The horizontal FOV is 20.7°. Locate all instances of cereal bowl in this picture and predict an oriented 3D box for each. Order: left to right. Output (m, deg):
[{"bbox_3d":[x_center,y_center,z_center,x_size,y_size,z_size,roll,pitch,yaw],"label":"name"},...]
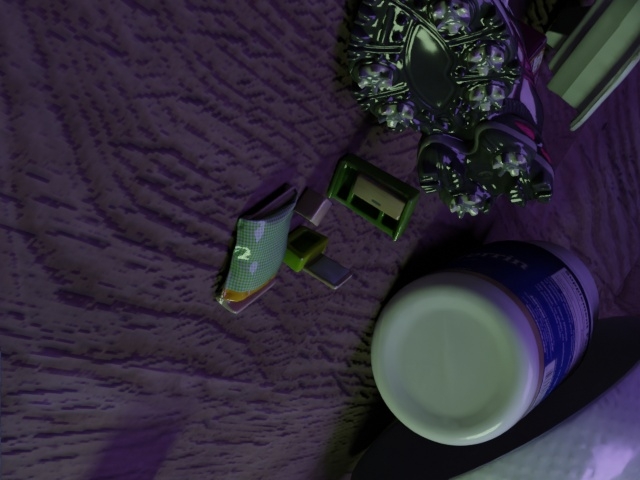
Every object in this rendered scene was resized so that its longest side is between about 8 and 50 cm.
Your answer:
[{"bbox_3d":[0.208,0.215,1.712,0.339,0.141,0.339,-29,-173,4],"label":"cereal bowl"}]

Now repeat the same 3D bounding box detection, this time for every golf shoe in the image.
[{"bbox_3d":[0.082,-0.121,1.128,0.273,0.105,0.120,60,28,-59],"label":"golf shoe"}]

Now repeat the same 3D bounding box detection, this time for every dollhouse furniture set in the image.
[{"bbox_3d":[0.000,0.000,1.142,0.152,0.058,0.076,-38,155,-49],"label":"dollhouse furniture set"}]

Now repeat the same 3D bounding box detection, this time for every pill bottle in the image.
[{"bbox_3d":[0.161,0.082,1.603,0.153,0.153,0.265,-63,163,20],"label":"pill bottle"}]

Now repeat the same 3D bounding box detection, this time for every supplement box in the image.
[{"bbox_3d":[0.137,-0.124,1.335,0.055,0.043,0.083,-49,163,-24],"label":"supplement box"}]

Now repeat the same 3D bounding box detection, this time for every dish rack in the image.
[{"bbox_3d":[0.293,-0.258,1.401,0.333,0.072,0.285,-52,177,-12],"label":"dish rack"}]
